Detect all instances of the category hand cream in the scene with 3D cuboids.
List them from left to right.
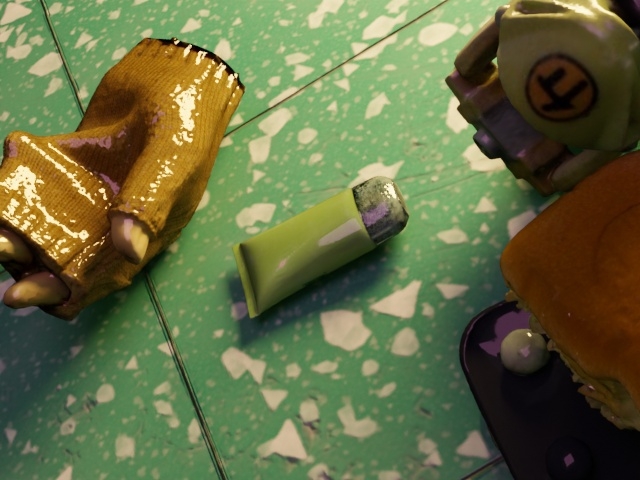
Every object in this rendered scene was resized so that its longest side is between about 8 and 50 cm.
[{"bbox_3d":[0.000,0.000,1.072,0.175,0.046,0.095,-30,49,13],"label":"hand cream"}]

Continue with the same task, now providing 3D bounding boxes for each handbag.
[{"bbox_3d":[0.268,0.137,0.790,0.269,0.118,0.325,-28,50,4],"label":"handbag"}]

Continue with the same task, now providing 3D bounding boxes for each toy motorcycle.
[{"bbox_3d":[0.226,-0.154,0.880,0.237,0.410,0.169,-40,87,-2],"label":"toy motorcycle"}]

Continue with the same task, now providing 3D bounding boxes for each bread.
[{"bbox_3d":[0.236,0.044,0.717,0.174,0.121,0.245,-38,38,-4],"label":"bread"}]

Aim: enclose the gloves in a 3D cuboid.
[{"bbox_3d":[-0.203,-0.061,1.143,0.203,0.155,0.356,15,48,26],"label":"gloves"}]
